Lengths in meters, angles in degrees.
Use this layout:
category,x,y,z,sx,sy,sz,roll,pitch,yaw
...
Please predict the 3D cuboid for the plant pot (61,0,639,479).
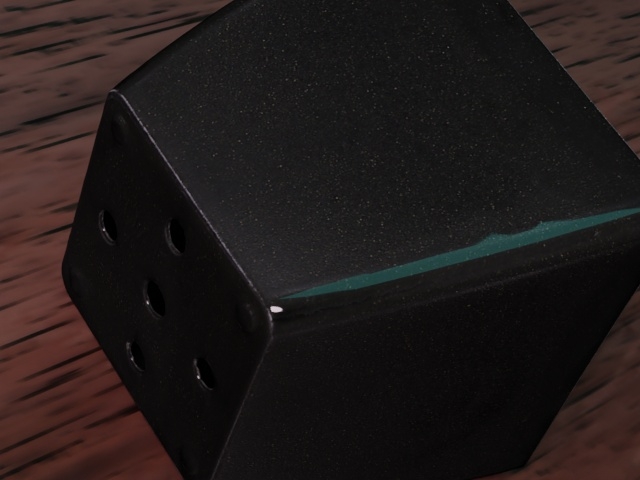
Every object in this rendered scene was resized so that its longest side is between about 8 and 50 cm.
category,x,y,z,sx,sy,sz,roll,pitch,yaw
plant pot,0.000,0.000,0.802,0.167,0.187,0.188,-17,59,-31
